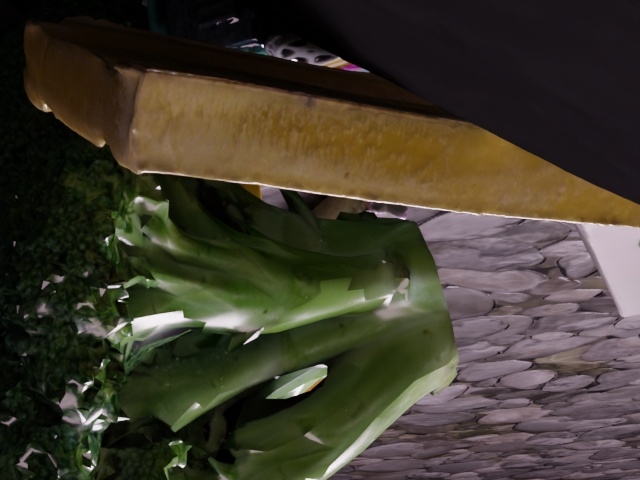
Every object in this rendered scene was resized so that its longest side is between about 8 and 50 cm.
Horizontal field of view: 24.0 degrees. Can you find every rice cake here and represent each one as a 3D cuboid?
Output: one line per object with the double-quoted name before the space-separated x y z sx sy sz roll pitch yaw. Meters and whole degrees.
"rice cake" 0.000 0.000 1.009 0.036 0.047 0.206 18 153 -19

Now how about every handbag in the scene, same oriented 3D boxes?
"handbag" 0.016 -0.102 0.432 0.332 0.075 0.191 31 175 15

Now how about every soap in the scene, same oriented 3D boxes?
"soap" 0.021 -0.040 0.545 0.252 0.037 0.092 5 -165 -34

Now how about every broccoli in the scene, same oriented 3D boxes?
"broccoli" -0.084 0.034 0.706 0.275 0.308 0.308 -11 163 -12

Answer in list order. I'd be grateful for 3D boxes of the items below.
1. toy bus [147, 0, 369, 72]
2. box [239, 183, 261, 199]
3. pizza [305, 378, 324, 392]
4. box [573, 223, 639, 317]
"toy bus" 0.060 -0.122 0.589 0.261 0.091 0.109 -12 168 24
"box" -0.164 0.026 0.869 0.269 0.152 0.043 -4 159 -6
"pizza" -0.057 0.102 1.316 0.181 0.034 0.262 -12 161 19
"box" 0.268 -0.074 0.701 0.332 0.145 0.173 -10 159 15
